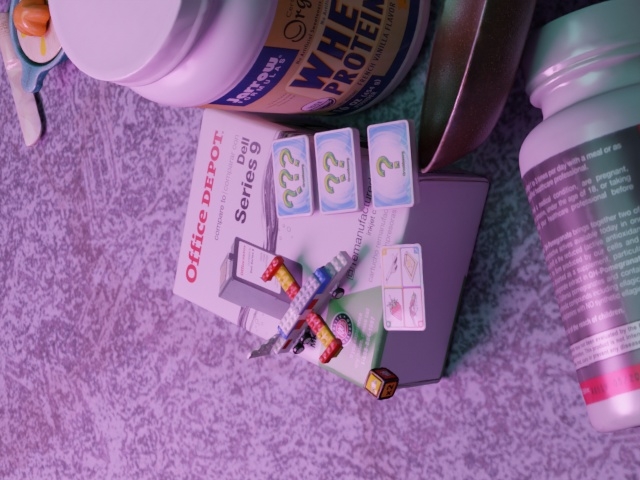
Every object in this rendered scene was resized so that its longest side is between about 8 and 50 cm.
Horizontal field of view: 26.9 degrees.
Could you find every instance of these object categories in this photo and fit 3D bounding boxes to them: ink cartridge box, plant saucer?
[{"bbox_3d":[0.000,0.000,1.333,0.289,0.122,0.211,22,106,40],"label":"ink cartridge box"},{"bbox_3d":[0.141,-0.205,1.138,0.050,0.310,0.310,11,102,-3],"label":"plant saucer"}]

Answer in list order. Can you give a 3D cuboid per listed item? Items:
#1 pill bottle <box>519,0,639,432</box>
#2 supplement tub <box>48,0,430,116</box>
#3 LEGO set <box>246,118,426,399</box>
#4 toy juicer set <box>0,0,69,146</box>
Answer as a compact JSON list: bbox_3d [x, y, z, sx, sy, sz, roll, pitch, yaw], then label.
[{"bbox_3d":[0.258,-0.021,1.057,0.176,0.176,0.318,-23,76,41],"label":"pill bottle"},{"bbox_3d":[-0.072,-0.235,1.261,0.228,0.316,0.228,2,93,43],"label":"supplement tub"},{"bbox_3d":[0.011,0.021,1.206,0.182,0.060,0.244,-3,90,45],"label":"LEGO set"},{"bbox_3d":[-0.359,-0.303,1.682,0.329,0.089,0.209,-52,59,32],"label":"toy juicer set"}]
